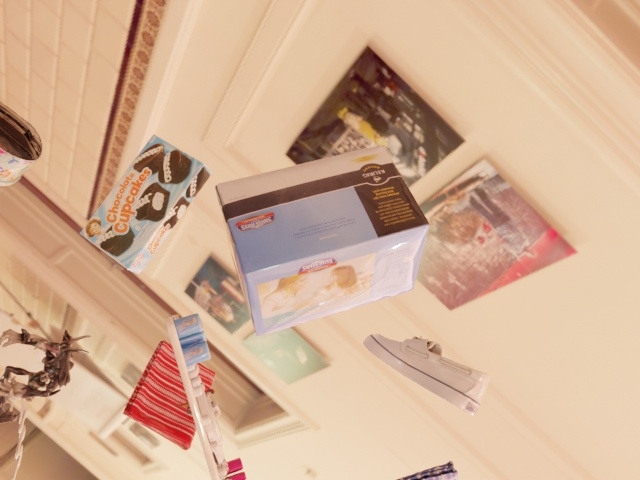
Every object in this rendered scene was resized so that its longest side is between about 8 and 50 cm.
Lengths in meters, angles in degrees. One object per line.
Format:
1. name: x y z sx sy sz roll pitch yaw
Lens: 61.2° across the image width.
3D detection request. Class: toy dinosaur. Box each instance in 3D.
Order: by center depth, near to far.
1. toy dinosaur: -0.314 0.414 1.408 0.047 0.090 0.082 -25 -149 48

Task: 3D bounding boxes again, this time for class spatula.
1. spatula: -0.775 0.513 1.391 0.242 0.019 0.168 173 -75 -66

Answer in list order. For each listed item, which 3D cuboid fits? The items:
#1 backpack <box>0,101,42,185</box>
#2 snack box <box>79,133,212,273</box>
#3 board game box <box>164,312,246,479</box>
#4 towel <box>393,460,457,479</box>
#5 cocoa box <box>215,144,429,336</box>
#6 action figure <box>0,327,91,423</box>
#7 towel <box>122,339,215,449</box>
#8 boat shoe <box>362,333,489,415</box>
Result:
1. backpack: -0.802 -0.247 1.275 0.191 0.253 0.225 -43 -140 14
2. snack box: -0.446 -0.097 1.388 0.322 0.187 0.060 -56 158 -8
3. board game box: -0.183 0.311 0.938 0.050 0.389 0.390 -17 177 -15
4. towel: 0.116 0.562 1.062 0.336 0.243 0.040 -15 -145 -6
5. cocoa box: 0.000 0.000 1.064 0.347 0.228 0.231 -15 144 -11
6. action figure: -0.630 0.280 1.160 0.276 0.141 0.164 -37 -134 11
7. towel: -0.396 0.410 1.464 0.031 0.199 0.274 -44 -162 27
8. boat shoe: 0.189 0.218 0.980 0.258 0.095 0.084 25 -99 43
